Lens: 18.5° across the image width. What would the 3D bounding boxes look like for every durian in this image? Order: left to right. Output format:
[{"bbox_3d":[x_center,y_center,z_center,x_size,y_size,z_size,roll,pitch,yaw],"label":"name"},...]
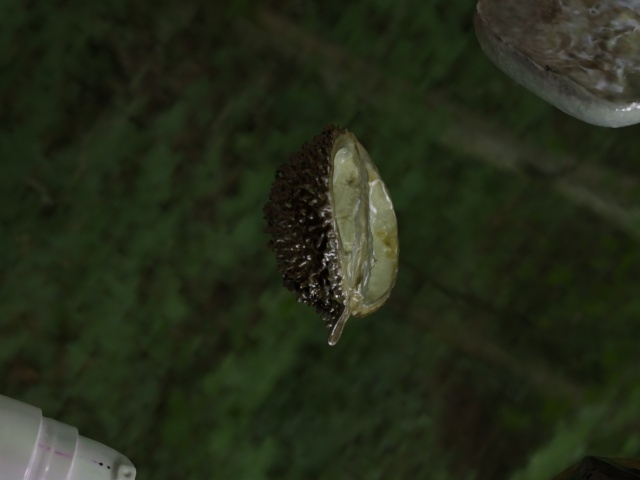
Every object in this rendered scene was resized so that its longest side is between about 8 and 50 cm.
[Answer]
[{"bbox_3d":[0.000,0.000,1.607,0.091,0.148,0.188,-12,-116,21],"label":"durian"}]

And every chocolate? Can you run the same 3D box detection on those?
[{"bbox_3d":[0.272,-0.198,1.692,0.303,0.185,0.100,-39,158,-35],"label":"chocolate"}]

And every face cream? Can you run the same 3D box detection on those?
[{"bbox_3d":[-0.325,0.156,1.600,0.102,0.345,0.102,-69,-165,0],"label":"face cream"}]

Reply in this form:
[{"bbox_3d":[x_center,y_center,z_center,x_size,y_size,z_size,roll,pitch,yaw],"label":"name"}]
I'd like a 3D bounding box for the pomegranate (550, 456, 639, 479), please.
[{"bbox_3d":[0.344,0.430,2.116,0.417,0.416,0.417,-51,-167,16],"label":"pomegranate"}]

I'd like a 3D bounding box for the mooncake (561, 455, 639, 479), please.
[{"bbox_3d":[0.283,0.255,1.392,0.283,0.283,0.141,-155,-94,-78],"label":"mooncake"}]
